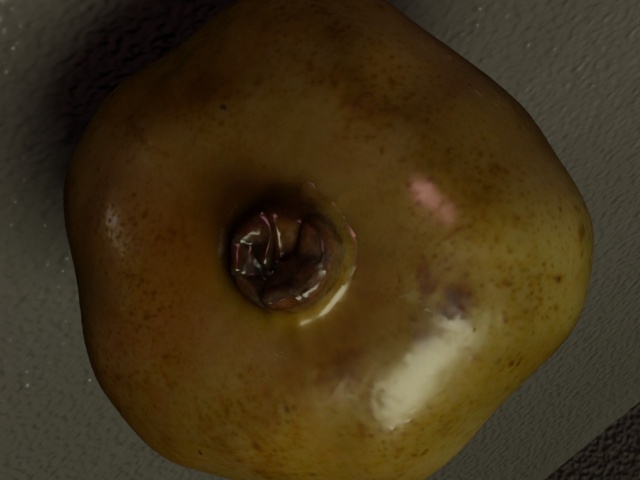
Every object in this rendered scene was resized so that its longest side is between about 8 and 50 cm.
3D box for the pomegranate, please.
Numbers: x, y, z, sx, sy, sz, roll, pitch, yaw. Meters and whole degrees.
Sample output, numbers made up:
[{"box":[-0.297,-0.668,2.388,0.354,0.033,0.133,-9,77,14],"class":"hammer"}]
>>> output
[{"box":[0.000,0.000,1.083,0.416,0.417,0.417,-21,147,-14],"class":"pomegranate"}]
